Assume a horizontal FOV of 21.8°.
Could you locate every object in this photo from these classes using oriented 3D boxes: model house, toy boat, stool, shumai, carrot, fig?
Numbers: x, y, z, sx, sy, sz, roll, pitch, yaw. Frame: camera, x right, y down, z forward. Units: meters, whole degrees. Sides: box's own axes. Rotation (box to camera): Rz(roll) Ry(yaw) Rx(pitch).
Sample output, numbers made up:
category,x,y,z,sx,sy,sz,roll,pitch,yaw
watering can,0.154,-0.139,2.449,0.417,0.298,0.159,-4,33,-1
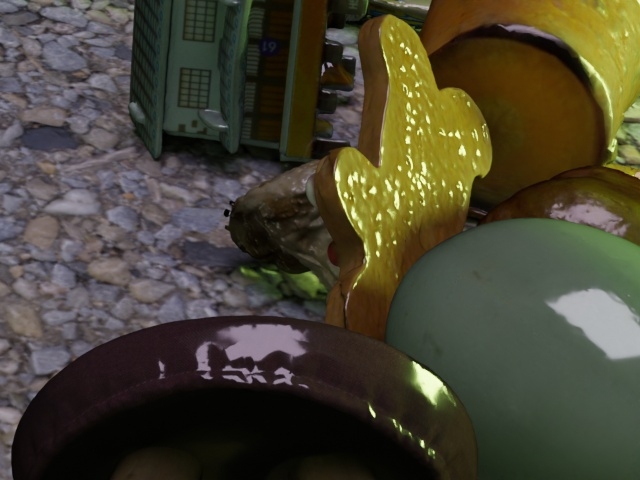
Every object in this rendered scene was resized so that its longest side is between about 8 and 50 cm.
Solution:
category,x,y,z,sx,sy,sz,roll,pitch,yaw
model house,-0.064,-0.201,1.525,0.215,0.224,0.198,5,33,-2
toy boat,0.098,-0.256,1.784,0.210,0.066,0.084,16,35,13
stool,-0.043,0.186,0.916,0.272,0.272,0.178,3,47,-4
shumai,0.002,-0.001,1.348,0.145,0.145,0.116,-18,82,-33
carrot,0.202,-0.186,1.548,0.224,0.224,0.341,13,34,10
fig,0.242,0.050,1.280,0.170,0.145,0.274,-9,47,-48

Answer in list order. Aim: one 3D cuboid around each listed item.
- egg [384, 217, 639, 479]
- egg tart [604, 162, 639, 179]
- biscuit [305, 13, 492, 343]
category,x,y,z,sx,sy,sz,roll,pitch,yaw
egg,0.170,0.094,1.125,0.282,0.203,0.203,29,39,35
egg tart,0.278,-0.036,1.489,0.128,0.049,0.129,6,32,-4
biscuit,0.053,-0.008,1.276,0.047,0.216,0.340,-12,53,33
